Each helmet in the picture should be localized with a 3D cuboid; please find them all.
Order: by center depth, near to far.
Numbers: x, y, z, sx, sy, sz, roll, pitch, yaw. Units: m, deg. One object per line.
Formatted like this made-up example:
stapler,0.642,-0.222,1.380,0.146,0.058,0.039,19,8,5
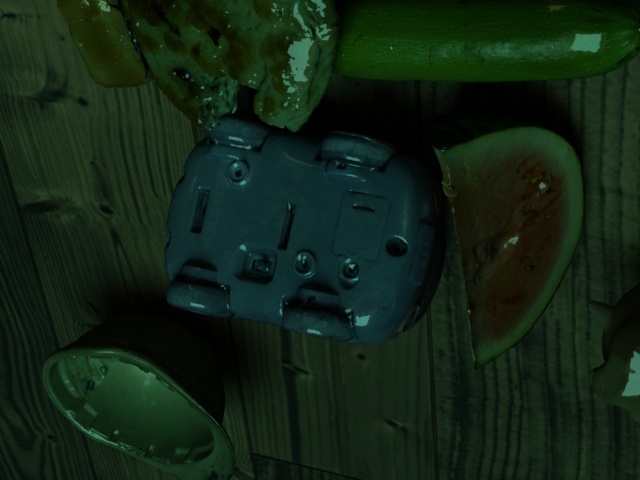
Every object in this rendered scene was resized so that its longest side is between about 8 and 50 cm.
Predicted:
helmet,-0.184,0.165,2.091,0.258,0.137,0.204,25,142,11

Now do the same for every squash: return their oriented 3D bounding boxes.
squash,0.113,-0.188,1.569,0.379,0.101,0.101,2,135,30

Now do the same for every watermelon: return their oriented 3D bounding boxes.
watermelon,0.154,-0.038,1.705,0.128,0.159,0.303,36,153,37

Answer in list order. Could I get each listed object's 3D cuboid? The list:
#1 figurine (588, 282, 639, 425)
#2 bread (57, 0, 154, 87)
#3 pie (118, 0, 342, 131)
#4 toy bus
figurine,0.382,0.092,1.705,0.247,0.173,0.177,-35,121,13
bread,-0.210,-0.209,1.760,0.074,0.053,0.132,6,139,23
pie,-0.101,-0.232,1.601,0.302,0.067,0.302,31,140,30
toy bus,0.000,0.000,1.764,0.294,0.197,0.232,9,174,29
